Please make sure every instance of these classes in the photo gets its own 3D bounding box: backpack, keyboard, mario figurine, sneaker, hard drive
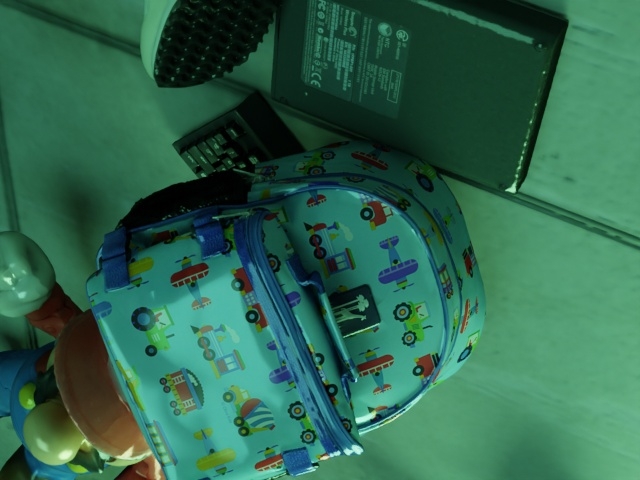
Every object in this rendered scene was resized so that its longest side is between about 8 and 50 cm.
[{"bbox_3d":[-0.007,0.035,0.600,0.173,0.117,0.158,-16,102,9],"label":"backpack"},{"bbox_3d":[0.000,0.000,0.677,0.108,0.023,0.180,-23,112,45],"label":"keyboard"},{"bbox_3d":[-0.174,0.113,0.785,0.198,0.170,0.320,25,151,-24],"label":"mario figurine"},{"bbox_3d":[-0.053,-0.147,0.553,0.075,0.057,0.161,59,144,34],"label":"sneaker"},{"bbox_3d":[0.042,-0.083,0.570,0.135,0.022,0.094,24,137,16],"label":"hard drive"}]
